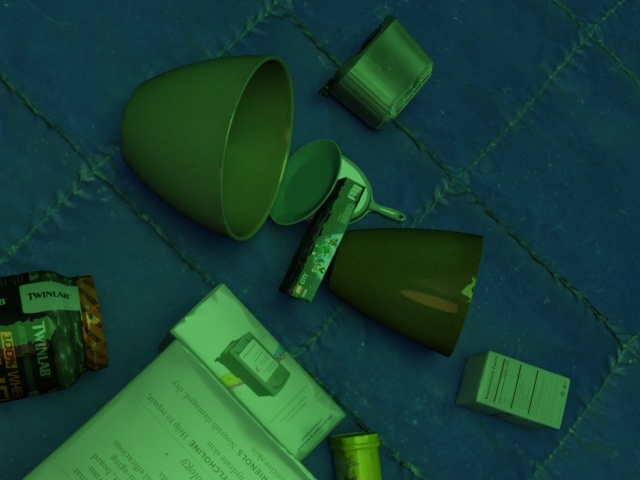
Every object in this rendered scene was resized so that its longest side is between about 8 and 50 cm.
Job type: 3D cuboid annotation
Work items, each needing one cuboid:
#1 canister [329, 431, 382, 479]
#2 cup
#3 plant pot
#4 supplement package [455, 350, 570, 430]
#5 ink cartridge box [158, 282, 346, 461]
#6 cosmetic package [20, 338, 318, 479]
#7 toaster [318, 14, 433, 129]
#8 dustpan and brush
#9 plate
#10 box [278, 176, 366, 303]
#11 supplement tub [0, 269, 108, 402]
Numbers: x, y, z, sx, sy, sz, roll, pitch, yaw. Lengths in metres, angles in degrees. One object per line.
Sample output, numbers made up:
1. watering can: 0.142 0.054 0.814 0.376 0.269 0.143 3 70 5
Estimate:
1. canister: 0.069 0.436 1.683 0.073 0.126 0.169 -4 81 -16
2. cup: -0.213 -0.185 1.670 0.237 0.331 0.331 14 73 15
3. plant pot: 0.150 0.073 1.749 0.254 0.237 0.237 15 74 3
4. supplement package: 0.372 0.293 1.805 0.179 0.105 0.105 20 74 -10
5. ink cartridge box: -0.128 0.241 1.618 0.306 0.226 0.131 46 69 0
6. cosmetic package: -0.259 0.431 1.465 0.327 0.329 0.394 44 71 8
7. toaster: 0.119 -0.326 1.863 0.146 0.129 0.227 42 70 -5
8. dustpan and brush: 0.075 -0.079 1.840 0.211 0.060 0.147 20 86 -4
9. plate: -0.025 -0.107 1.758 0.024 0.188 0.188 35 69 -35
10. box: 0.000 0.000 1.717 0.044 0.159 0.233 26 85 -9
11. supplement tub: -0.533 0.165 1.535 0.338 0.207 0.207 -11 81 -17
